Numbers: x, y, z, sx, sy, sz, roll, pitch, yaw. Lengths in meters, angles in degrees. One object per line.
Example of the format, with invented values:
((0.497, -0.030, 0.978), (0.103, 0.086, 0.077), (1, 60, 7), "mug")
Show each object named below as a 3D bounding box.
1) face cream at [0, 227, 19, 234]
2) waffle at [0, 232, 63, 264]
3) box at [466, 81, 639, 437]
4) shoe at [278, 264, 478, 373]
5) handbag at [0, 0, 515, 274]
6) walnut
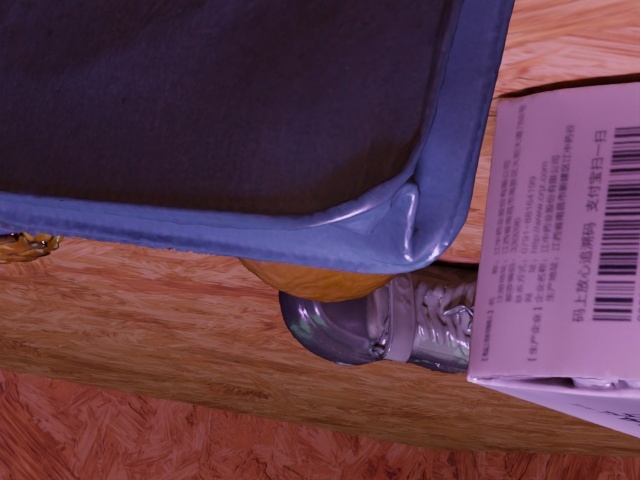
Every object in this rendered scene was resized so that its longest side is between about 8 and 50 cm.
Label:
((-0.168, -0.051, 0.909), (0.385, 0.086, 0.135), (-4, 164, 26), "face cream")
((-0.355, -0.025, 1.215), (0.243, 0.058, 0.238), (12, 170, -10), "waffle")
((0.235, 0.033, 0.820), (0.145, 0.173, 0.333), (-3, 164, 38), "box")
((0.108, 0.063, 1.209), (0.149, 0.109, 0.293), (-9, 163, 42), "shoe")
((-0.043, -0.086, 0.470), (0.229, 0.179, 0.062), (8, 169, 32), "handbag")
((0.000, 0.002, 1.024), (0.167, 0.087, 0.211), (14, 166, -13), "walnut")
